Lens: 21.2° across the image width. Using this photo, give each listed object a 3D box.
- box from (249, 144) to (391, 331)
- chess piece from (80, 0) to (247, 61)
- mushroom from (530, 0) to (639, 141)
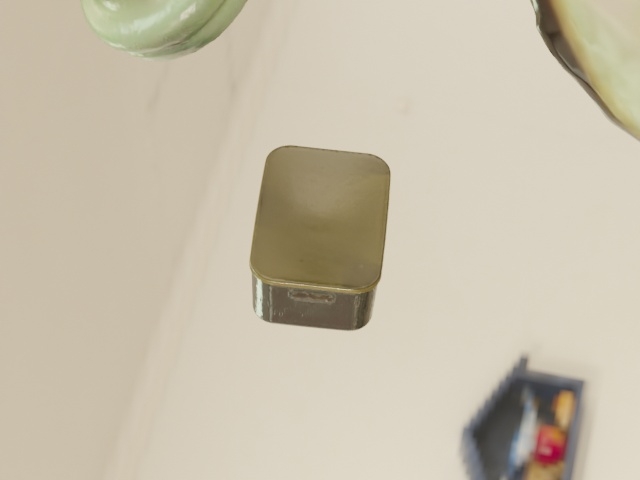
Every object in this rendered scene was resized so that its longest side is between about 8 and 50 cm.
[{"bbox_3d":[0.000,0.000,1.892,0.090,0.144,0.201,93,-178,-49],"label":"box"},{"bbox_3d":[-0.209,-0.302,1.538,0.299,0.194,0.195,31,-113,-49],"label":"chess piece"},{"bbox_3d":[0.205,-0.157,0.807,0.189,0.267,0.164,-12,48,52],"label":"mushroom"}]
